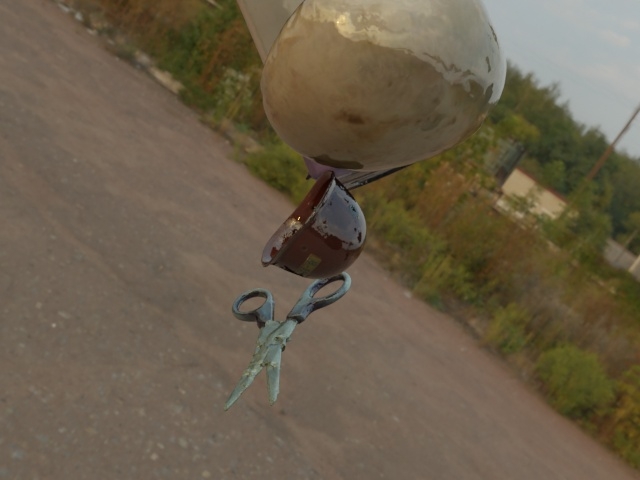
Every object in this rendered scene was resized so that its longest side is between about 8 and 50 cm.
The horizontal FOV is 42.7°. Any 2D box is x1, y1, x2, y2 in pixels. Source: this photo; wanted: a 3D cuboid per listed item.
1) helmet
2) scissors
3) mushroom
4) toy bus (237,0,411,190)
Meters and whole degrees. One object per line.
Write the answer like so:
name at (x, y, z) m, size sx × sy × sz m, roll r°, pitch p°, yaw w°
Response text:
helmet at (0.000, 0.000, 1.136) m, size 0.106 × 0.175 × 0.155 m, roll 39°, pitch 42°, yaw -13°
scissors at (-0.082, 0.179, 1.502) m, size 0.383 × 0.255 × 0.029 m, roll -72°, pitch 145°, yaw -59°
mushroom at (0.063, -0.233, 0.962) m, size 0.297 × 0.297 × 0.290 m, roll 16°, pitch 59°, yaw -64°
toy bus at (0.013, -0.304, 1.307) m, size 0.249 × 0.209 × 0.440 m, roll -33°, pitch 101°, yaw -83°
